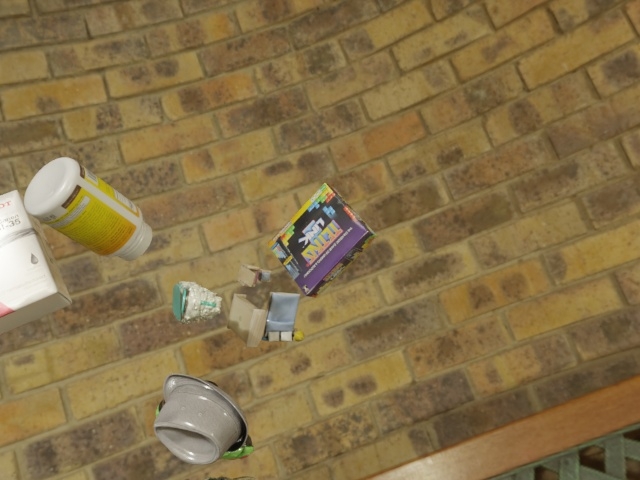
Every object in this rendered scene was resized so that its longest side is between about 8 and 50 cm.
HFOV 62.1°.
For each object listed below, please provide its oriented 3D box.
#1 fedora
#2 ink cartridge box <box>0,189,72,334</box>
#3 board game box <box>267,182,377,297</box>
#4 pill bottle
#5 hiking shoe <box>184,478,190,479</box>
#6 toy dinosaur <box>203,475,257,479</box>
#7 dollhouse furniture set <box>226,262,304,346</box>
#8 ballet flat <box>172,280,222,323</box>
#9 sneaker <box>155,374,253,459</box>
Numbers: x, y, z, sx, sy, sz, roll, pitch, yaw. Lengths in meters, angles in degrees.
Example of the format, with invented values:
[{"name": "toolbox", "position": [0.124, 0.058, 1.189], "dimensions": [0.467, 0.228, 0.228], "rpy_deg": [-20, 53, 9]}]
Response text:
[{"name": "fedora", "position": [-0.326, 0.476, 1.362], "dimensions": [0.124, 0.275, 0.244], "rpy_deg": [-49, -28, -55]}, {"name": "ink cartridge box", "position": [-0.736, 0.055, 1.221], "dimensions": [0.207, 0.283, 0.117], "rpy_deg": [-25, -16, -17]}, {"name": "board game box", "position": [0.000, 0.000, 1.008], "dimensions": [0.170, 0.141, 0.048], "rpy_deg": [-47, -30, 12]}, {"name": "pill bottle", "position": [-0.410, -0.046, 0.966], "dimensions": [0.117, 0.117, 0.215], "rpy_deg": [-23, -38, 16]}, {"name": "hiking shoe", "position": [-0.519, 0.992, 1.923], "dimensions": [0.114, 0.227, 0.086], "rpy_deg": [11, -39, -35]}, {"name": "toy dinosaur", "position": [-0.278, 0.733, 1.585], "dimensions": [0.268, 0.064, 0.118], "rpy_deg": [9, -17, -29]}, {"name": "dollhouse furniture set", "position": [-0.155, 0.257, 1.986], "dimensions": [0.303, 0.287, 0.198], "rpy_deg": [9, 7, -33]}, {"name": "ballet flat", "position": [-0.401, 0.208, 1.725], "dimensions": [0.146, 0.147, 0.409], "rpy_deg": [-16, 4, -20]}, {"name": "sneaker", "position": [-0.389, 0.573, 1.749], "dimensions": [0.482, 0.202, 0.185], "rpy_deg": [12, -9, 45]}]
